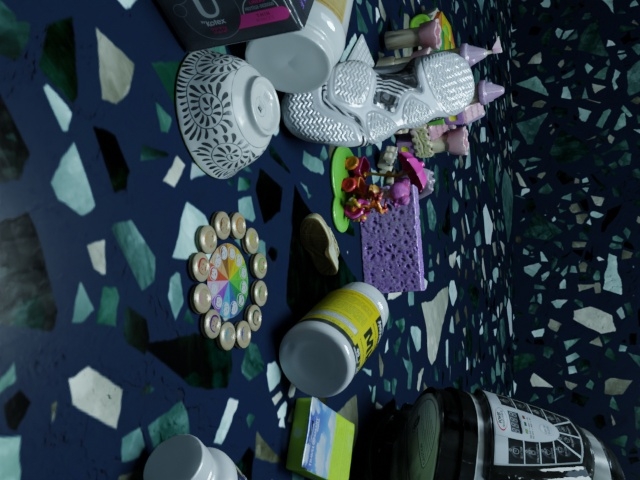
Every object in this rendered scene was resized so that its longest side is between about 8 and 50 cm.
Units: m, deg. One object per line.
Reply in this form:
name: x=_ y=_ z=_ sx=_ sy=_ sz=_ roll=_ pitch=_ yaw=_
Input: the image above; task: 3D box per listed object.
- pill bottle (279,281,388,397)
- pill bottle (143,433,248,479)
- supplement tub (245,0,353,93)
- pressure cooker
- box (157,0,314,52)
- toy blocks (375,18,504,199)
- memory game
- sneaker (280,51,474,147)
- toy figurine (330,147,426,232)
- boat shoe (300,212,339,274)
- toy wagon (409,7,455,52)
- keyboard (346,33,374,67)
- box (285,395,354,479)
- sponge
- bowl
pill bottle: x=0.030 y=0.146 z=1.062 sx=0.208 sy=0.119 sz=0.119 roll=-38 pitch=120 yaw=-61
pill bottle: x=-0.122 y=0.287 z=0.741 sx=0.094 sy=0.094 sz=0.169 roll=-70 pitch=146 yaw=-42
supplement tub: x=-0.029 y=-0.328 z=0.977 sx=0.144 sy=0.144 sz=0.200 roll=52 pitch=41 yaw=-50
pressure cooker: x=0.274 y=0.466 z=1.212 sx=0.370 sy=0.420 sz=0.376 roll=110 pitch=-3 yaw=-70
box: x=-0.087 y=-0.379 z=0.833 sx=0.143 sy=0.165 sz=0.270 roll=60 pitch=36 yaw=-44
toy blocks: x=0.270 y=-0.286 z=1.465 sx=0.289 sy=0.260 sz=0.309 roll=68 pitch=30 yaw=-41
memory game: x=-0.116 y=0.052 z=0.888 sx=0.186 sy=0.012 sz=0.186 roll=-4 pitch=90 yaw=-65
sneaker: x=0.071 y=-0.234 z=1.181 sx=0.365 sy=0.210 sz=0.138 roll=-17 pitch=98 yaw=-26
toy figurine: x=0.112 y=-0.100 z=1.229 sx=0.130 sy=0.159 sz=0.173 roll=50 pitch=43 yaw=-51
boat shoe: x=0.000 y=0.000 z=1.110 sx=0.135 sy=0.050 sz=0.045 roll=74 pitch=22 yaw=-46
toy wagon: x=0.314 y=-0.438 z=1.826 sx=0.267 sy=0.068 sz=0.345 roll=16 pitch=72 yaw=-64
keyboard: x=0.063 y=-0.319 z=1.330 sx=0.256 sy=0.014 sz=0.072 roll=-67 pitch=144 yaw=-45
box: x=0.000 y=0.318 z=1.060 sx=0.178 sy=0.042 sz=0.109 roll=49 pitch=43 yaw=-52
sponge: x=0.137 y=-0.001 z=1.318 sx=0.031 sy=0.117 sz=0.210 roll=0 pitch=86 yaw=-66
bowl: x=-0.103 y=-0.167 z=0.870 sx=0.170 sy=0.080 sz=0.170 roll=-3 pitch=90 yaw=-65
